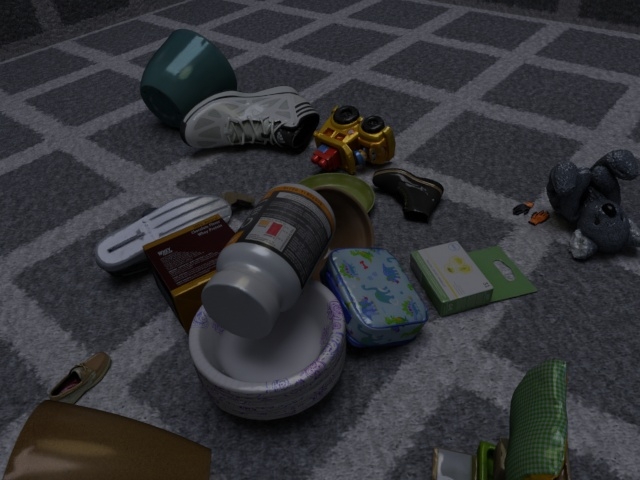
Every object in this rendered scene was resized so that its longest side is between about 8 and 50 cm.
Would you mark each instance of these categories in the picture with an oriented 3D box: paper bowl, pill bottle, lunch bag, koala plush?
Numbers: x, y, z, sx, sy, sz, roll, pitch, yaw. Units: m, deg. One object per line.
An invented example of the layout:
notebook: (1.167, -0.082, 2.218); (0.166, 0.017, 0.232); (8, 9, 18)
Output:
paper bowl: (-0.093, 0.202, 0.947); (0.285, 0.148, 0.284); (-2, 41, 2)
pill bottle: (-0.089, 0.031, 0.912); (0.162, 0.162, 0.278); (12, 43, 18)
lunch bag: (0.102, 0.112, 1.039); (0.176, 0.090, 0.218); (-2, 46, -30)
koala plush: (0.663, -0.066, 1.202); (0.197, 0.203, 0.221); (-13, 62, 3)

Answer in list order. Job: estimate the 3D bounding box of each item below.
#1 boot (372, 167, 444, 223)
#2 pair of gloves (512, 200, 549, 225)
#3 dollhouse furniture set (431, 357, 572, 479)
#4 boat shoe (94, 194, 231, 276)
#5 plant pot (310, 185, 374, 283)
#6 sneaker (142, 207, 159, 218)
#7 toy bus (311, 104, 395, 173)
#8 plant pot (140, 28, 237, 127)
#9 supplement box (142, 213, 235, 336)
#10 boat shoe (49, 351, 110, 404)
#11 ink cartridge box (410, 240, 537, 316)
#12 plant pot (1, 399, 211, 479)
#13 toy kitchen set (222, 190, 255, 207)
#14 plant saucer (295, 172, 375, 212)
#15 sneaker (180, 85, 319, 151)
boot: (0.220, -0.120, 1.355); (0.198, 0.076, 0.137); (13, 49, 20)
pair of gloves: (0.552, -0.074, 1.316); (0.074, 0.010, 0.083); (-28, 45, -24)
dollhouse furniture set: (0.219, 0.306, 0.683); (0.152, 0.301, 0.197); (9, 45, 10)
boat shoe: (-0.381, -0.014, 1.239); (0.335, 0.119, 0.121); (-22, 74, -17)
plant pot: (0.000, 0.000, 1.166); (0.237, 0.237, 0.110); (-33, 8, -29)
sneaker: (-0.375, -0.085, 1.339); (0.224, 0.098, 0.083); (5, 41, 10)
toy bus: (0.083, -0.275, 1.501); (0.220, 0.149, 0.211); (28, 63, 28)
plant pot: (-0.478, -0.535, 1.744); (0.293, 0.293, 0.235); (21, 62, 26)
supplement box: (-0.261, 0.070, 1.127); (0.191, 0.129, 0.194); (-26, 46, -24)
boat shoe: (-0.468, 0.267, 0.981); (0.050, 0.045, 0.135); (15, 44, 20)
ink cartridge box: (0.344, 0.070, 1.137); (0.235, 0.056, 0.171); (-14, 41, -8)
plant pot: (-0.296, 0.364, 0.742); (0.255, 0.237, 0.237); (6, 40, -10)
toy kitchen set: (-0.238, -0.089, 1.392); (0.083, 0.075, 0.068); (11, -11, -32)
plant saucer: (0.027, -0.104, 1.375); (0.241, 0.037, 0.240); (-2, 41, 2)
sneaker: (-0.204, -0.371, 1.602); (0.448, 0.169, 0.257); (-23, 42, -24)
